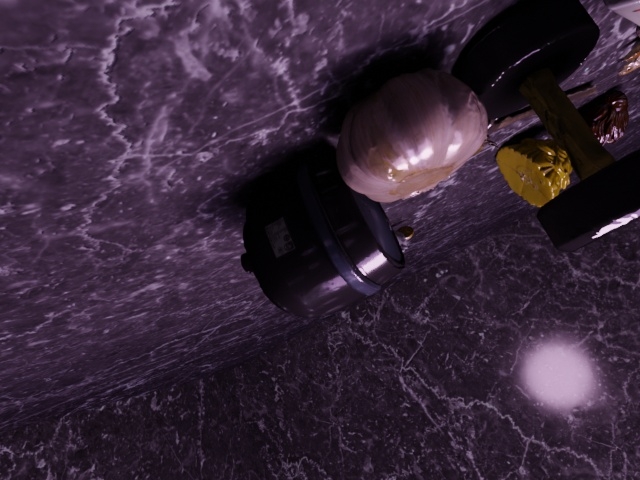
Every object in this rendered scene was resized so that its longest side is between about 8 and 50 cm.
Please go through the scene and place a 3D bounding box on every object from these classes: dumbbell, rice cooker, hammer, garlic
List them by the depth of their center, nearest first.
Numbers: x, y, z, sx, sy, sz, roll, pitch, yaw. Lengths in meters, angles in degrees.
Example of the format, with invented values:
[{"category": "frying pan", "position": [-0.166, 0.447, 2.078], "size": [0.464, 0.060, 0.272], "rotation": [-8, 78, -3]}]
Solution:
[{"category": "garlic", "position": [0.125, -0.152, 0.718], "size": [0.228, 0.152, 0.228], "rotation": [-25, 167, -6]}, {"category": "dumbbell", "position": [0.356, -0.163, 0.725], "size": [0.204, 0.322, 0.203], "rotation": [-24, 166, -7]}, {"category": "rice cooker", "position": [0.000, 0.000, 0.863], "size": [0.225, 0.267, 0.267], "rotation": [-27, 166, 16]}, {"category": "hammer", "position": [0.473, -0.283, 1.092], "size": [0.298, 0.026, 0.125], "rotation": [-24, 165, -9]}]

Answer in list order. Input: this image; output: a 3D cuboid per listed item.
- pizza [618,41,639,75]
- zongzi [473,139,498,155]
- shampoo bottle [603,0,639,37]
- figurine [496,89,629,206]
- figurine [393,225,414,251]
[{"category": "pizza", "position": [0.708, -0.421, 0.986], "size": [0.262, 0.034, 0.181], "rotation": [-37, 161, 36]}, {"category": "zongzi", "position": [0.255, -0.181, 0.927], "size": [0.189, 0.081, 0.178], "rotation": [-13, -176, 41]}, {"category": "shampoo bottle", "position": [0.537, -0.373, 0.781], "size": [0.153, 0.071, 0.284], "rotation": [-15, 175, 35]}, {"category": "figurine", "position": [0.638, -0.240, 1.273], "size": [0.316, 0.167, 0.187], "rotation": [-33, -151, -6]}, {"category": "figurine", "position": [0.161, 0.032, 1.496], "size": [0.271, 0.143, 0.143], "rotation": [-45, 166, -5]}]
